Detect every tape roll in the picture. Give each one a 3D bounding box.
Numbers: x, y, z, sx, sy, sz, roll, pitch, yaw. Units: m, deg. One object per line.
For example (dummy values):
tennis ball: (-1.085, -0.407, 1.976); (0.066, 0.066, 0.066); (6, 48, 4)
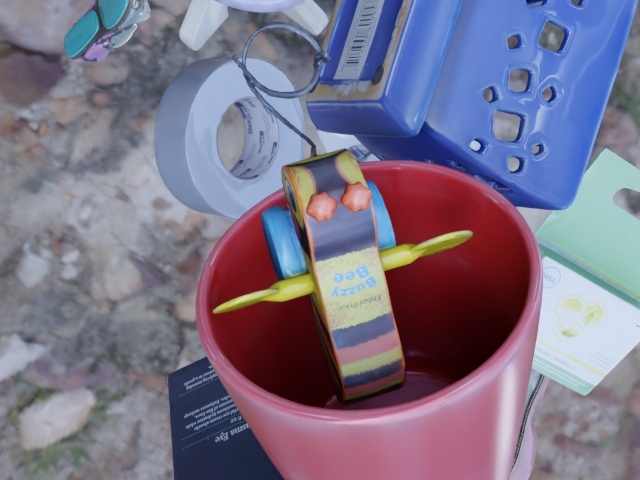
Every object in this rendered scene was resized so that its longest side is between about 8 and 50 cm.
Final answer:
tape roll: (-0.121, -0.141, 1.672); (0.219, 0.072, 0.219); (-8, 101, -45)

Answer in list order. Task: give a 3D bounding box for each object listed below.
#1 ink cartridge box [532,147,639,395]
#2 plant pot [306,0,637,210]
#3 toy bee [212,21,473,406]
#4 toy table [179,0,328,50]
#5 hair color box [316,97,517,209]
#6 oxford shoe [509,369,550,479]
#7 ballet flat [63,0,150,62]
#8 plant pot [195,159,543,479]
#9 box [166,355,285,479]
ink cartridge box: (0.291, 0.040, 1.298); (0.171, 0.056, 0.235); (29, 114, -25)
plant pot: (0.128, -0.173, 1.164); (0.212, 0.236, 0.236); (18, 89, -26)
toy bee: (0.000, 0.000, 0.922); (0.195, 0.162, 0.298); (-37, 103, -2)
toy table: (-0.105, -0.372, 1.555); (0.252, 0.274, 0.161); (-39, 165, -3)
hair color box: (0.137, -0.058, 1.521); (0.110, 0.185, 0.339); (-82, 156, -43)
oxford shoe: (0.262, 0.202, 1.876); (0.146, 0.140, 0.397); (42, 39, -28)
ballet flat: (-0.293, -0.319, 1.753); (0.079, 0.221, 0.076); (-4, 73, -37)
plant pot: (0.055, 0.111, 1.006); (0.275, 0.275, 0.243); (-43, 140, -28)
box: (0.003, 0.265, 1.498); (0.179, 0.343, 0.312); (44, 28, -43)
